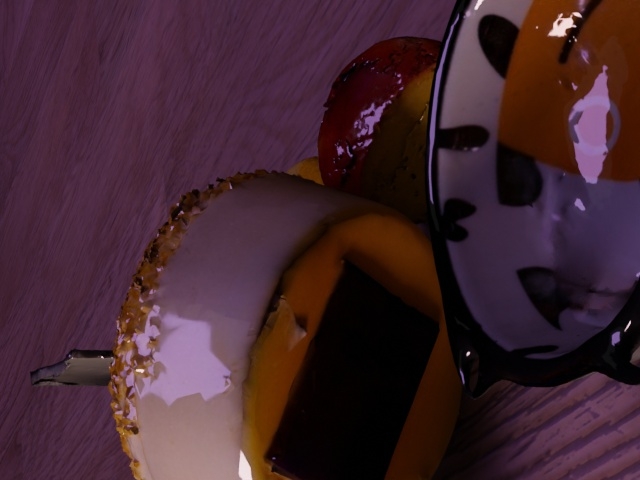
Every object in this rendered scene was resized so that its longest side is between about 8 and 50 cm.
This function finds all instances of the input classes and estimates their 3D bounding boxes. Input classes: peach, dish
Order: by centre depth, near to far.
[{"bbox_3d":[0.168,-0.051,0.804,0.303,0.120,0.303,-177,90,-68],"label":"dish"},{"bbox_3d":[0.052,-0.091,1.134,0.172,0.093,0.127,121,148,-53],"label":"peach"}]

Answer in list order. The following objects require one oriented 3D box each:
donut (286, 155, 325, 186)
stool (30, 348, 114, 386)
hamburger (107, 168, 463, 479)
[{"bbox_3d":[0.000,0.000,1.286,0.178,0.066,0.162,175,97,-69],"label":"donut"},{"bbox_3d":[-0.101,0.223,1.236,0.170,0.270,0.243,151,119,-64],"label":"stool"},{"bbox_3d":[-0.028,0.090,1.063,0.179,0.294,0.276,6,72,41],"label":"hamburger"}]
